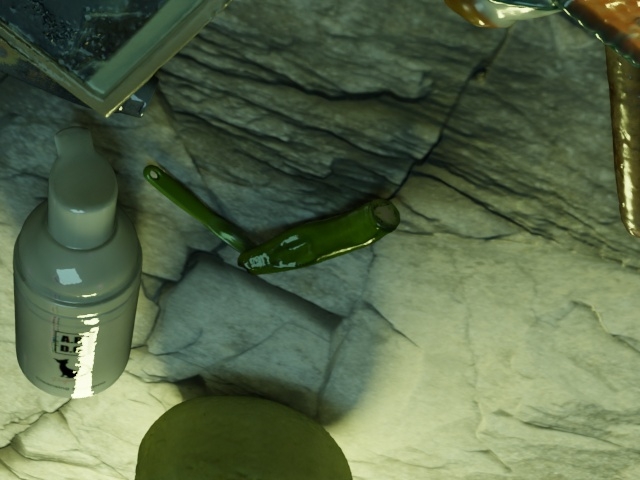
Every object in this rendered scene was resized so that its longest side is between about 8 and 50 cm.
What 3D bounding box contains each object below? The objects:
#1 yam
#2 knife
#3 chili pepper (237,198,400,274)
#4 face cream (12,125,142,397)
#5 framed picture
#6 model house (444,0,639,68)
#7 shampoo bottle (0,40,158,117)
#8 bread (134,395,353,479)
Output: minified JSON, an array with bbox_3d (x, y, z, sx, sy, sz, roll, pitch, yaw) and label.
[{"bbox_3d":[0.286,-0.093,0.905,0.046,0.046,0.264,-3,138,18],"label":"yam"},{"bbox_3d":[-0.127,-0.027,1.118,0.184,0.022,0.026,40,159,-32],"label":"knife"},{"bbox_3d":[0.000,0.000,1.095,0.201,0.050,0.052,-19,117,34],"label":"chili pepper"},{"bbox_3d":[-0.275,0.033,1.130,0.145,0.145,0.370,15,143,-3],"label":"face cream"},{"bbox_3d":[-0.171,-0.261,0.798,0.247,0.022,0.335,38,128,-26],"label":"framed picture"},{"bbox_3d":[0.203,-0.233,0.677,0.271,0.190,0.300,24,162,-37],"label":"model house"},{"bbox_3d":[-0.267,-0.183,0.938,0.233,0.049,0.087,25,139,-16],"label":"shampoo bottle"},{"bbox_3d":[-0.111,0.358,1.432,0.320,0.237,0.320,8,157,3],"label":"bread"}]
